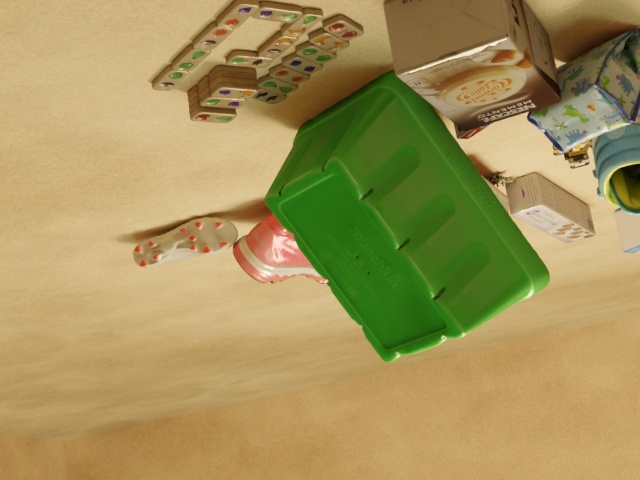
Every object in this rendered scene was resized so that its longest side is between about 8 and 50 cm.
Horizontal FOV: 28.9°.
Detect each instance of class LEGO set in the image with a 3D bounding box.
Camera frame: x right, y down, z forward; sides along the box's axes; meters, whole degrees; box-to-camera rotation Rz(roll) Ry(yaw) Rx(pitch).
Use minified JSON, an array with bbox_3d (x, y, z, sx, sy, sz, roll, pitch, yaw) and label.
[{"bbox_3d":[0.304,-0.105,2.145,0.054,0.023,0.083,-14,177,22],"label":"LEGO set"}]

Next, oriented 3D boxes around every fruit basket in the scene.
[{"bbox_3d":[0.138,-0.055,1.748,0.392,0.392,0.283,3,161,-38],"label":"fruit basket"}]

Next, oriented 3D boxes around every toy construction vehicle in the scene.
[{"bbox_3d":[0.426,-0.156,2.018,0.098,0.035,0.086,-15,153,11],"label":"toy construction vehicle"}]

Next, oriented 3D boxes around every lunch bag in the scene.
[{"bbox_3d":[0.358,-0.203,1.626,0.096,0.151,0.129,42,141,-21],"label":"lunch bag"}]

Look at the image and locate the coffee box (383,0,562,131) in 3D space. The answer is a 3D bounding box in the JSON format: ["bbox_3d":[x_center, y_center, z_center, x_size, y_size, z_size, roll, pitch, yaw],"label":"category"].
[{"bbox_3d":[0.189,-0.226,1.495,0.141,0.098,0.246,-16,163,22],"label":"coffee box"}]

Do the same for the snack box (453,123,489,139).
[{"bbox_3d":[0.238,-0.200,1.680,0.022,0.064,0.178,-2,162,-32],"label":"snack box"}]

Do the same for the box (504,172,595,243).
[{"bbox_3d":[0.431,-0.056,2.303,0.063,0.067,0.324,-18,163,25],"label":"box"}]

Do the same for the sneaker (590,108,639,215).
[{"bbox_3d":[0.458,-0.124,1.814,0.127,0.208,0.319,-19,162,25],"label":"sneaker"}]

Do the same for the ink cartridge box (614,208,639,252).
[{"bbox_3d":[0.681,-0.029,2.499,0.143,0.090,0.092,1,161,-37],"label":"ink cartridge box"}]

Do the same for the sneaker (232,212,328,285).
[{"bbox_3d":[0.000,0.000,2.161,0.314,0.116,0.136,-4,143,-47],"label":"sneaker"}]

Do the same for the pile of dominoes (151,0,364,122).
[{"bbox_3d":[-0.073,-0.209,1.508,0.196,0.040,0.251,1,162,-33],"label":"pile of dominoes"}]

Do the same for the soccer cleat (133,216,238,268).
[{"bbox_3d":[-0.229,0.002,2.127,0.196,0.068,0.076,-15,-179,16],"label":"soccer cleat"}]

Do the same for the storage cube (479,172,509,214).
[{"bbox_3d":[0.207,0.003,2.098,0.193,0.184,0.215,-5,166,21],"label":"storage cube"}]
